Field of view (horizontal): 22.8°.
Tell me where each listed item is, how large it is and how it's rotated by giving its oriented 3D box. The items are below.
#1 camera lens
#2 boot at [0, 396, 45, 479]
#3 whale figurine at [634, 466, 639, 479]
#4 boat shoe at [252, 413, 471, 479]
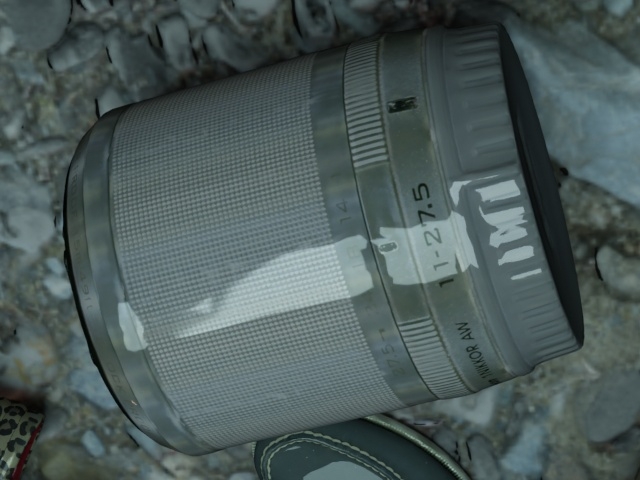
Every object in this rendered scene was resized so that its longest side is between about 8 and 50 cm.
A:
[{"bbox_3d":[0.000,0.000,0.951,0.274,0.219,0.219,-14,108,13],"label":"camera lens"},{"bbox_3d":[-0.318,0.178,1.130,0.179,0.085,0.236,27,103,-2],"label":"boot"},{"bbox_3d":[0.280,0.246,1.047,0.216,0.141,0.272,14,113,2],"label":"whale figurine"},{"bbox_3d":[0.075,0.235,1.094,0.116,0.099,0.319,-41,100,20],"label":"boat shoe"}]
